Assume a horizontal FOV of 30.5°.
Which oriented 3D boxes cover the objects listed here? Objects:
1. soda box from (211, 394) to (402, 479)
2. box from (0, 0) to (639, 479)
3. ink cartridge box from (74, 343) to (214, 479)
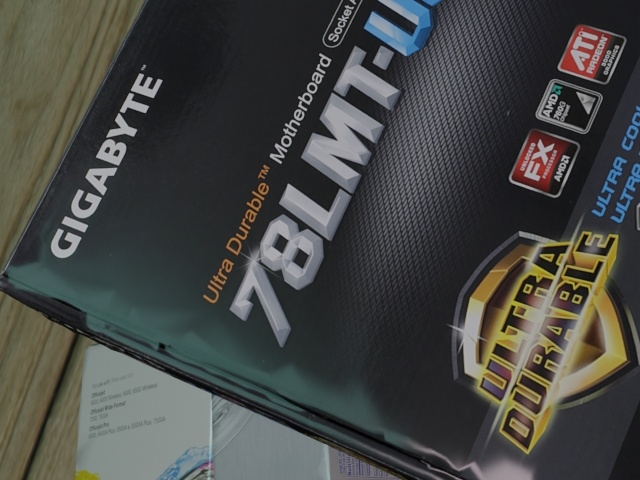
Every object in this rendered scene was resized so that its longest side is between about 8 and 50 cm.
[{"bbox_3d":[0.000,0.000,0.624,0.098,0.091,0.286,-25,62,47],"label":"soda box"},{"bbox_3d":[0.049,-0.049,0.524,0.293,0.073,0.295,22,77,18],"label":"box"},{"bbox_3d":[-0.051,0.177,0.774,0.168,0.171,0.232,-20,64,47],"label":"ink cartridge box"}]
